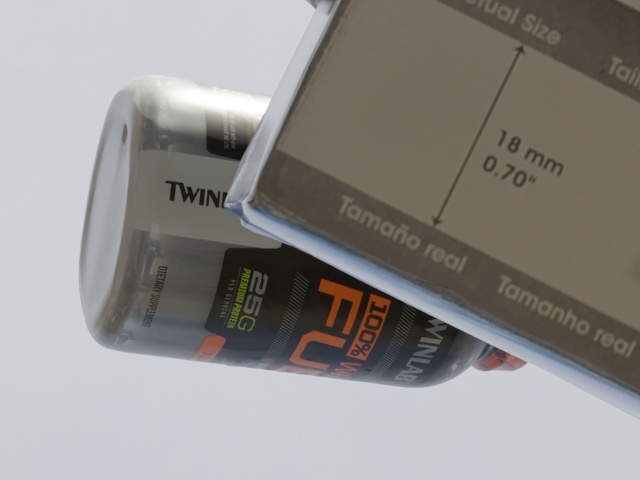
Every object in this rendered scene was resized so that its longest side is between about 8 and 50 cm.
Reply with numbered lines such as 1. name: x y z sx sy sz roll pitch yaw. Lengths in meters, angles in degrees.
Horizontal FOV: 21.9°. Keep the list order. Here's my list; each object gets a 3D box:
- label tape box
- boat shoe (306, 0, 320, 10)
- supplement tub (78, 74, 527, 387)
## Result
1. label tape box: 0.153 -0.104 0.457 0.240 0.106 0.334 26 -93 -5
2. boat shoe: 0.047 -0.145 0.688 0.113 0.340 0.127 30 -77 -5
3. supplement tub: 0.000 0.000 1.251 0.207 0.337 0.207 -172 -90 -73
